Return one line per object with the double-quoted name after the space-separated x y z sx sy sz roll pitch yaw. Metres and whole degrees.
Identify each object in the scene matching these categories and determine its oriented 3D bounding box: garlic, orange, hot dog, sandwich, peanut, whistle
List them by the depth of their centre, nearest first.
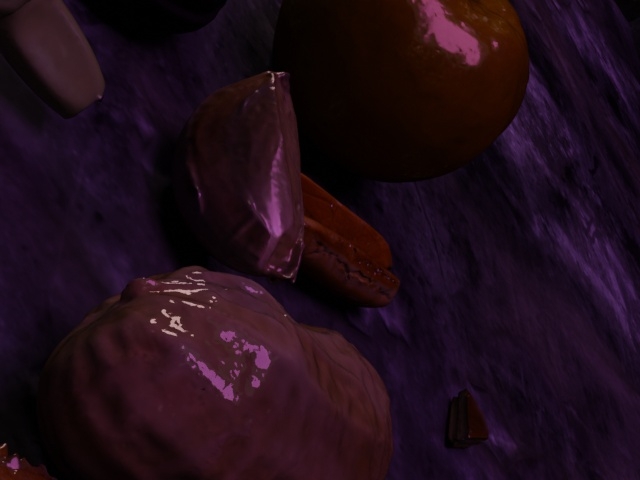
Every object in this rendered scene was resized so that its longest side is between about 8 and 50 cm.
-0.053 0.118 0.866 0.174 0.158 0.340 43 3 37 "peanut"
-0.245 -0.210 0.874 0.294 0.141 0.141 68 14 -45 "whistle"
-0.069 -0.049 1.059 0.087 0.101 0.196 60 22 -50 "garlic"
0.000 0.000 1.205 0.235 0.062 0.092 38 34 -50 "hot dog"
0.077 -0.192 1.360 0.279 0.235 0.279 33 34 -26 "orange"
0.153 0.194 1.361 0.044 0.031 0.083 53 25 -19 "sandwich"

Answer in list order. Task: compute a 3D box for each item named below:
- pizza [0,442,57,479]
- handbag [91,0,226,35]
-0.197 0.155 0.640 0.201 0.053 0.193 59 22 19 "pizza"
-0.158 -0.316 1.164 0.254 0.093 0.308 45 29 -35 "handbag"
